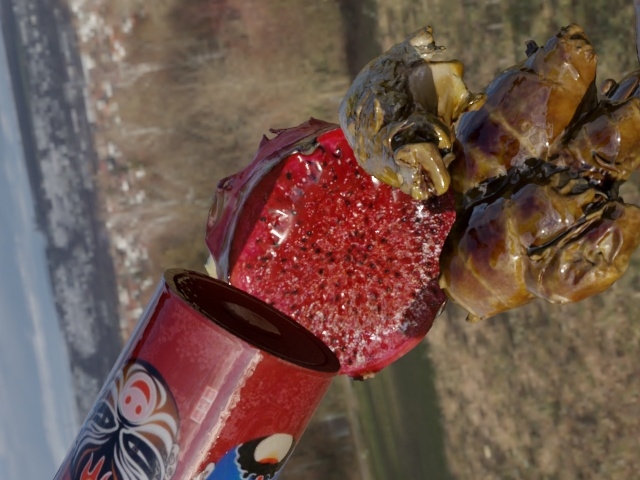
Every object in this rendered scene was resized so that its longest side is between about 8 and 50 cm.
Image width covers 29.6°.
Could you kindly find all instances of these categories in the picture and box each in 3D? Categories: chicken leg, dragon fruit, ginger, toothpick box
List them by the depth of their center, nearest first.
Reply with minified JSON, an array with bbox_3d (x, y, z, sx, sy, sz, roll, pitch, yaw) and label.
[{"bbox_3d":[0.064,-0.079,0.814,0.085,0.101,0.207,46,-171,-15],"label":"chicken leg"},{"bbox_3d":[-0.145,0.220,1.212,0.333,0.204,0.204,-61,22,9],"label":"toothpick box"},{"bbox_3d":[0.265,-0.077,1.460,0.274,0.152,0.358,-8,71,56],"label":"ginger"},{"bbox_3d":[0.000,0.000,1.722,0.249,0.386,0.371,29,142,63],"label":"dragon fruit"}]

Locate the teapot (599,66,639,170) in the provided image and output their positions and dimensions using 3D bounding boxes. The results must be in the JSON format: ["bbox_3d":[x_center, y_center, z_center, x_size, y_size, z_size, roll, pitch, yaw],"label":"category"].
[{"bbox_3d":[0.486,-0.212,1.807,0.135,0.252,0.178,35,158,-1],"label":"teapot"}]

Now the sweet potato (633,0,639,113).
[{"bbox_3d":[0.298,-0.158,1.024,0.072,0.066,0.315,59,-152,-64],"label":"sweet potato"}]
